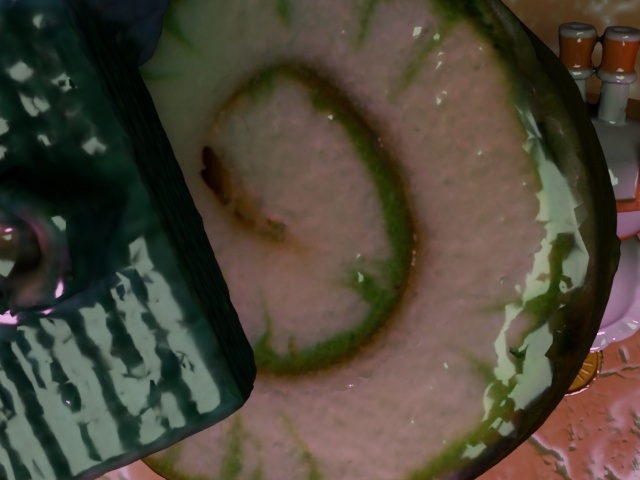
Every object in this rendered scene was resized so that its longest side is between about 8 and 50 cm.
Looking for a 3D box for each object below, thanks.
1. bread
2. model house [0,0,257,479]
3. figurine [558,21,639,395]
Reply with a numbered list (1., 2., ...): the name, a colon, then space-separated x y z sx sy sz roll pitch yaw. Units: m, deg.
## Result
1. bread: 0.000 0.000 0.865 0.382 0.129 0.366 -36 79 15
2. model house: -0.213 -0.051 0.694 0.342 0.334 0.382 -20 95 37
3. figurine: 0.184 -0.017 0.936 0.143 0.143 0.271 7 95 -10
